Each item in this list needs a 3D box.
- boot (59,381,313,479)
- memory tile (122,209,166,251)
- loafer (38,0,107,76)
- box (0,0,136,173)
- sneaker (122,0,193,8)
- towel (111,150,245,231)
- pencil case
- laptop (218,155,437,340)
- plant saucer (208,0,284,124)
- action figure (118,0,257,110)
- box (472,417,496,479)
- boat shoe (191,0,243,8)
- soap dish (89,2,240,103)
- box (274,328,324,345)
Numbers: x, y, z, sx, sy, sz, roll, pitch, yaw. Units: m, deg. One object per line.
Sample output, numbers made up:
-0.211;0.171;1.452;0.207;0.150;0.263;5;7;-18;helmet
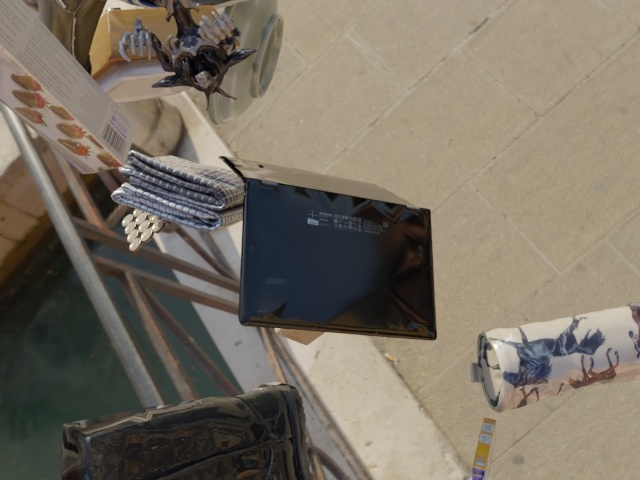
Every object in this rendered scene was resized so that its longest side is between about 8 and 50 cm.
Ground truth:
-0.190;0.440;1.006;0.146;0.445;0.367;-19;77;33;boot
-0.438;-0.042;1.539;0.113;0.012;0.148;-40;42;5;memory tile
-0.343;-0.327;0.867;0.087;0.251;0.094;1;47;-10;loafer
-0.305;-0.186;0.608;0.063;0.324;0.067;-7;58;20;box
-0.412;-0.639;1.626;0.131;0.296;0.112;31;119;28;sneaker
-0.310;-0.127;1.470;0.283;0.235;0.121;19;106;8;towel
0.504;0.217;1.211;0.410;0.183;0.160;-13;70;0;pencil case
0.000;0.000;1.231;0.236;0.381;0.408;143;131;-61;laptop
-0.170;-0.474;1.559;0.100;0.400;0.401;17;82;1;plant saucer
-0.190;-0.287;0.825;0.164;0.276;0.141;-16;32;10;action figure
0.312;0.419;1.189;0.028;0.081;0.136;8;37;24;box
-0.148;-0.568;1.281;0.319;0.099;0.116;-13;79;16;boat shoe
-0.310;-0.326;1.103;0.290;0.228;0.118;0;105;55;soap dish
0.013;0.160;1.790;0.311;0.148;0.121;-39;46;23;box
